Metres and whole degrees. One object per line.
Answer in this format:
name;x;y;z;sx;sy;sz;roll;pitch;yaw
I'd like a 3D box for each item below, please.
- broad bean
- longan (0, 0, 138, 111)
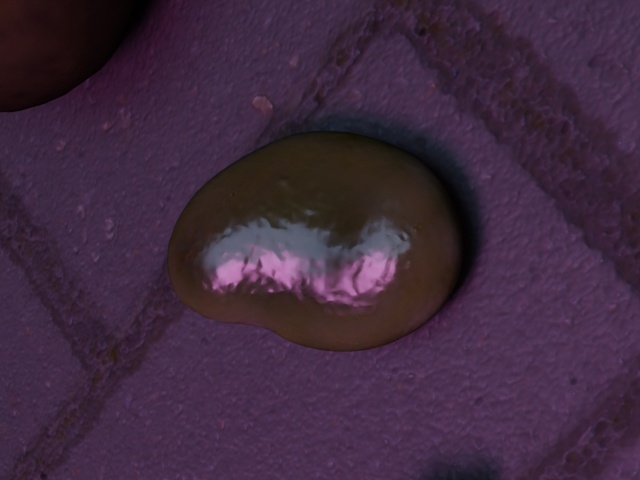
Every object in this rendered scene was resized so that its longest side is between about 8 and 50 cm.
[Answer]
broad bean;0.000;0.000;1.007;0.263;0.121;0.189;1;86;22
longan;-0.355;-0.295;1.103;0.404;0.404;0.336;5;63;37
